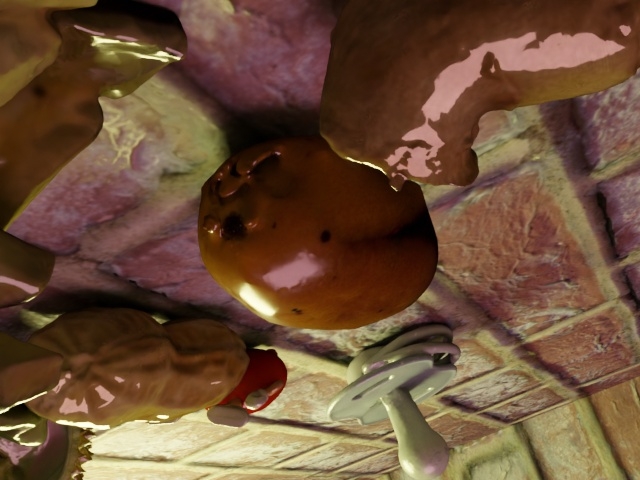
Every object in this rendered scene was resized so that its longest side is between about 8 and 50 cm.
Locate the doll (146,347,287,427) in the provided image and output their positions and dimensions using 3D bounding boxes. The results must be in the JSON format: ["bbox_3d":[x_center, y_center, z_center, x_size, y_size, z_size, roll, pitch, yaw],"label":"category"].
[{"bbox_3d":[-0.128,0.212,1.093,0.183,0.085,0.217,-6,-168,23],"label":"doll"}]

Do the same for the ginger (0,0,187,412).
[{"bbox_3d":[-0.239,-0.054,0.398,0.358,0.211,0.413,-18,154,-6],"label":"ginger"}]

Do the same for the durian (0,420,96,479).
[{"bbox_3d":[-0.434,0.297,1.046,0.306,0.172,0.166,-14,131,8],"label":"durian"}]

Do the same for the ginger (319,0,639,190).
[{"bbox_3d":[0.117,-0.140,0.523,0.267,0.138,0.152,-27,111,11],"label":"ginger"}]

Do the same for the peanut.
[{"bbox_3d":[-0.210,0.151,0.909,0.147,0.147,0.305,-31,153,26],"label":"peanut"}]

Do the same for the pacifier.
[{"bbox_3d":[0.158,0.297,1.334,0.244,0.233,0.299,-31,153,18],"label":"pacifier"}]

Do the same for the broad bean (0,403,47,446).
[{"bbox_3d":[-0.377,0.177,0.859,0.153,0.072,0.207,17,163,16],"label":"broad bean"}]

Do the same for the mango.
[{"bbox_3d":[0.000,0.000,0.729,0.201,0.153,0.287,-41,151,20],"label":"mango"}]
